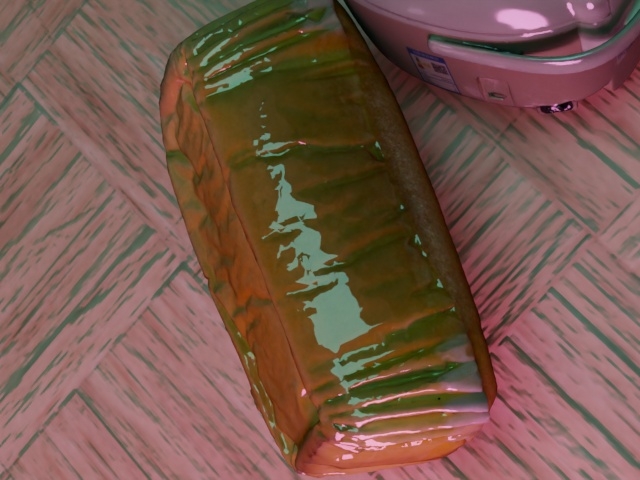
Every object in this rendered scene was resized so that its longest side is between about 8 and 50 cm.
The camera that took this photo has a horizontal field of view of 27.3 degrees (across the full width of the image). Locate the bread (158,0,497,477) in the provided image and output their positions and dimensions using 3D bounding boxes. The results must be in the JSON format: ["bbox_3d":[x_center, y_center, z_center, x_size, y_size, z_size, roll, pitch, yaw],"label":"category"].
[{"bbox_3d":[0.000,0.000,0.777,0.119,0.152,0.288,-16,72,-18],"label":"bread"}]

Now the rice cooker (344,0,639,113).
[{"bbox_3d":[0.103,-0.155,0.763,0.206,0.127,0.145,24,69,27],"label":"rice cooker"}]
